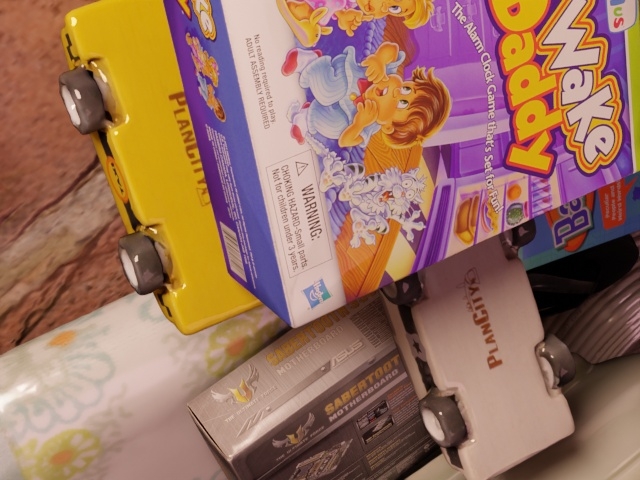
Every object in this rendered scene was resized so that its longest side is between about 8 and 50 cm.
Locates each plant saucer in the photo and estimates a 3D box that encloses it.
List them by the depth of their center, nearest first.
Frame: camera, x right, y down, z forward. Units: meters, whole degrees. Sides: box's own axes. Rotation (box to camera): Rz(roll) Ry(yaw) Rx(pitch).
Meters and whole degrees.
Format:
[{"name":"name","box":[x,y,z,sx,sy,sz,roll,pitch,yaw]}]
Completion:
[{"name":"plant saucer","box":[0.148,0.189,1.021,0.400,0.101,0.400,-36,173,-5]}]

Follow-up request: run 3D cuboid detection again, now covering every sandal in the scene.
[{"name":"sandal","box":[0.160,0.044,1.060,0.254,0.054,0.097,-10,143,-25]}]

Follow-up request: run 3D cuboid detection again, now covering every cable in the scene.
[{"name":"cable","box":[0.296,0.092,1.236,0.257,0.089,0.257,-22,142,-24]}]

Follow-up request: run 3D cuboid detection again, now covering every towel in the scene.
[{"name":"towel","box":[-0.093,0.155,0.957,0.320,0.090,0.374,-29,144,-20]}]

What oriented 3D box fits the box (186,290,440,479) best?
[{"name":"box","box":[0.034,0.109,0.903,0.231,0.056,0.183,-35,145,-11]}]

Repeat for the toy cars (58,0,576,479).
[{"name":"toy cars","box":[0.000,0.000,0.756,0.393,0.087,0.177,30,81,-22]}]

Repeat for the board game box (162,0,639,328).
[{"name":"board game box","box":[0.037,-0.160,0.616,0.233,0.078,0.347,-24,121,-21]}]

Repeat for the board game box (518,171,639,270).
[{"name":"board game box","box":[0.206,-0.081,0.937,0.210,0.047,0.160,-18,112,-28]}]
